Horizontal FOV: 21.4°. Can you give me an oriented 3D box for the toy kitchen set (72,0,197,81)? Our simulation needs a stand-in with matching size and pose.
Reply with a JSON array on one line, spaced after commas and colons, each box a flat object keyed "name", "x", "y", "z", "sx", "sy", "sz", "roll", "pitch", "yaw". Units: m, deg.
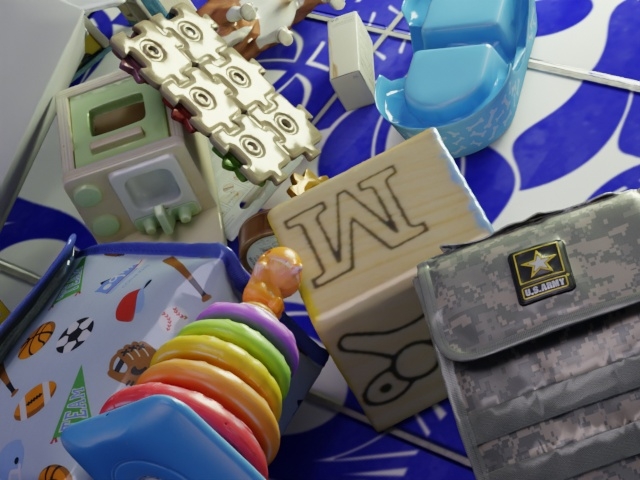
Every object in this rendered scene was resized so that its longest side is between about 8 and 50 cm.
[{"name": "toy kitchen set", "x": -0.257, "y": -0.258, "z": 2.262, "sx": 0.166, "sy": 0.122, "sz": 0.207, "roll": -41, "pitch": 24, "yaw": -12}]

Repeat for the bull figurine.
[{"name": "bull figurine", "x": -0.089, "y": -0.275, "z": 2.132, "sx": 0.188, "sy": 0.101, "sz": 0.310, "roll": -9, "pitch": 32, "yaw": 50}]

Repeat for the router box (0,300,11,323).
[{"name": "router box", "x": -0.423, "y": 0.143, "z": 1.935, "sx": 0.179, "sy": 0.133, "sz": 0.046, "roll": -41, "pitch": 43, "yaw": -11}]

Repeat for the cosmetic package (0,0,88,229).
[{"name": "cosmetic package", "x": -0.423, "y": -0.125, "z": 2.053, "sx": 0.155, "sy": 0.197, "sz": 0.365, "roll": 22, "pitch": 75, "yaw": -3}]

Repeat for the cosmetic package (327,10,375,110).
[{"name": "cosmetic package", "x": 0.038, "y": -0.221, "z": 2.084, "sx": 0.041, "sy": 0.060, "sz": 0.115, "roll": -17, "pitch": 43, "yaw": 16}]

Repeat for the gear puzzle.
[{"name": "gear puzzle", "x": -0.090, "y": -0.131, "z": 1.952, "sx": 0.044, "sy": 0.339, "sz": 0.175, "roll": -49, "pitch": -6, "yaw": 37}]

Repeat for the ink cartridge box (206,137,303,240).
[{"name": "ink cartridge box", "x": -0.123, "y": -0.070, "z": 2.050, "sx": 0.179, "sy": 0.045, "sz": 0.145, "roll": 26, "pitch": 65, "yaw": 32}]

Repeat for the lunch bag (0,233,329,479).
[{"name": "lunch bag", "x": -0.246, "y": 0.172, "z": 1.752, "sx": 0.385, "sy": 0.239, "sz": 0.328, "roll": 2, "pitch": 50, "yaw": 48}]

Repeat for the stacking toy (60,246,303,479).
[{"name": "stacking toy", "x": -0.085, "y": 0.118, "z": 1.558, "sx": 0.175, "sy": 0.166, "sz": 0.302, "roll": -23, "pitch": 29, "yaw": 43}]

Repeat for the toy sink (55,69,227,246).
[{"name": "toy sink", "x": -0.214, "y": -0.084, "z": 1.978, "sx": 0.152, "sy": 0.131, "sz": 0.234, "roll": -18, "pitch": 48, "yaw": 7}]

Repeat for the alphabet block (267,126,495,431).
[{"name": "alphabet block", "x": 0.086, "y": 0.040, "z": 1.720, "sx": 0.197, "sy": 0.192, "sz": 0.193, "roll": -26, "pitch": 41, "yaw": 2}]

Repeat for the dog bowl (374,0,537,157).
[{"name": "dog bowl", "x": 0.169, "y": -0.217, "z": 2.000, "sx": 0.166, "sy": 0.074, "sz": 0.297, "roll": -3, "pitch": 49, "yaw": 26}]

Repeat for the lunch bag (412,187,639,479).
[{"name": "lunch bag", "x": 0.231, "y": 0.107, "z": 1.513, "sx": 0.235, "sy": 0.169, "sz": 0.287, "roll": -20, "pitch": 79, "yaw": 10}]

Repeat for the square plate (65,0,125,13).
[{"name": "square plate", "x": -0.442, "y": -0.359, "z": 2.331, "sx": 0.347, "sy": 0.049, "sz": 0.344, "roll": -12, "pitch": 27, "yaw": -1}]

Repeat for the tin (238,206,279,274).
[{"name": "tin", "x": 0.000, "y": 0.000, "z": 1.865, "sx": 0.189, "sy": 0.106, "sz": 0.040, "roll": -14, "pitch": 53, "yaw": 17}]
